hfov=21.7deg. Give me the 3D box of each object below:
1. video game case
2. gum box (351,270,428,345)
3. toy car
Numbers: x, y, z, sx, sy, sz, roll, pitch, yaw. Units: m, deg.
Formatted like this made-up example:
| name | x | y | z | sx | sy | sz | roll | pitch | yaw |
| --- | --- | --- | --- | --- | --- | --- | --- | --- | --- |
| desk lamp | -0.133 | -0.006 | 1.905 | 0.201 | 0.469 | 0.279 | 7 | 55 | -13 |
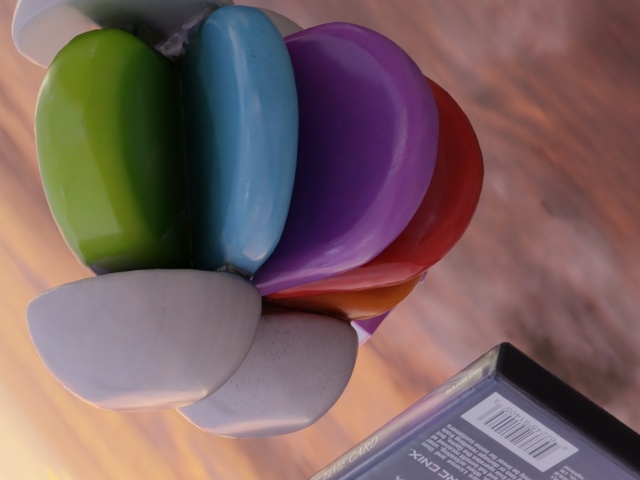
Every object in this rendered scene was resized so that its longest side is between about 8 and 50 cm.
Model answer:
| name | x | y | z | sx | sy | sz | roll | pitch | yaw |
| --- | --- | --- | --- | --- | --- | --- | --- | --- | --- |
| video game case | 0.073 | 0.168 | 0.801 | 0.196 | 0.026 | 0.274 | 35 | 134 | -16 |
| gum box | 0.000 | 0.000 | 1.448 | 0.188 | 0.107 | 0.062 | 39 | 156 | -2 |
| toy car | -0.017 | -0.022 | 0.571 | 0.182 | 0.136 | 0.159 | 27 | -125 | -61 |
